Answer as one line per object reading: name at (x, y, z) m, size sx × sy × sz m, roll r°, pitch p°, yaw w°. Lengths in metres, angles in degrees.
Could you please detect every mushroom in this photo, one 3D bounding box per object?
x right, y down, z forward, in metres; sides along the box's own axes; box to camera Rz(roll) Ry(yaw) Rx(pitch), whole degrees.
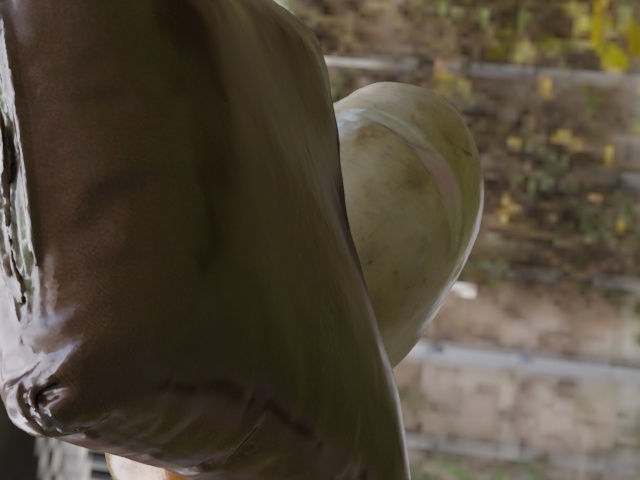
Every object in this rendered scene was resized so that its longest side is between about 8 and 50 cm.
mushroom at (0.000, 0.000, 1.289) m, size 0.184 × 0.255 × 0.255 m, roll 53°, pitch -168°, yaw 10°

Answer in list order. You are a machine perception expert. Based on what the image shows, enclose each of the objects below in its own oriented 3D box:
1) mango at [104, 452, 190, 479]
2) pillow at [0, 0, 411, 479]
mango at (-0.109, 0.156, 1.573) m, size 0.253 × 0.138 × 0.113 m, roll 11°, pitch 120°, yaw 65°
pillow at (-0.061, -0.023, 0.902) m, size 0.305 × 0.108 × 0.308 m, roll 32°, pitch -139°, yaw -56°
